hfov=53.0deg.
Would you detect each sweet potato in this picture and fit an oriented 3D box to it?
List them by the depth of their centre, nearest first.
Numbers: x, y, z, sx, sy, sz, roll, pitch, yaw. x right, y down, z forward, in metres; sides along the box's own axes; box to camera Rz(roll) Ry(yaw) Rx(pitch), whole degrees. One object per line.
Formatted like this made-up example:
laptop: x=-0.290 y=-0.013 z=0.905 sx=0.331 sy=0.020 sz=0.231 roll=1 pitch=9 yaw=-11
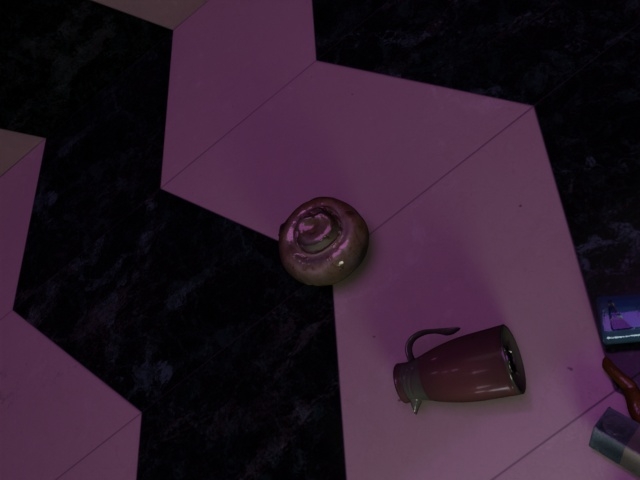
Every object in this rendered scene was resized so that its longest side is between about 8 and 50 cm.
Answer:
sweet potato: x=0.606 y=0.303 z=1.255 sx=0.044 sy=0.044 sz=0.179 roll=-27 pitch=57 yaw=14

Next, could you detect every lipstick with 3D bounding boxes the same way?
lipstick: x=0.646 y=0.418 z=1.141 sx=0.317 sy=0.068 sz=0.066 roll=29 pitch=52 yaw=36

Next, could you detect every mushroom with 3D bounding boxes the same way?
mushroom: x=0.000 y=0.000 z=1.654 sx=0.254 sy=0.184 sz=0.255 roll=-5 pitch=75 yaw=19

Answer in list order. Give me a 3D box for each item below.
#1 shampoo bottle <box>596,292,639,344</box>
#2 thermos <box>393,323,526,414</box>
shampoo bottle: x=0.693 y=0.147 z=1.275 sx=0.258 sy=0.061 sz=0.104 roll=-9 pitch=62 yaw=24
thermos: x=0.286 y=0.269 z=1.382 sx=0.265 sy=0.146 sz=0.176 roll=-18 pitch=64 yaw=26
